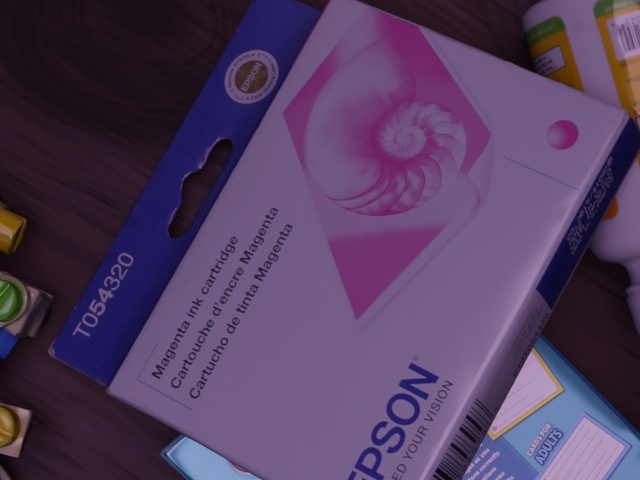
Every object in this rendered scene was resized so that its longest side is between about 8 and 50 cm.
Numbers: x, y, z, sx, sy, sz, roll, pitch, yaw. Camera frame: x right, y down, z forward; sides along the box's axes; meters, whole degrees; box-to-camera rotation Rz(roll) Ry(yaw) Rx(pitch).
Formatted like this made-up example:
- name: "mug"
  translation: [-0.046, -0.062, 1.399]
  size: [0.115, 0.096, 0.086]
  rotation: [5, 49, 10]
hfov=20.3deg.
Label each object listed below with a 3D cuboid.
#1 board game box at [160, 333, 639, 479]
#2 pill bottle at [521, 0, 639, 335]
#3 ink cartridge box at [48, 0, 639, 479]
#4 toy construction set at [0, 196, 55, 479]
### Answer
- name: "board game box"
  translation: [0.094, 0.182, 1.276]
  size: [0.254, 0.079, 0.336]
  rotation: [-44, 87, -2]
- name: "pill bottle"
  translation: [0.239, -0.064, 1.263]
  size: [0.136, 0.136, 0.246]
  rotation: [-16, 87, -1]
- name: "ink cartridge box"
  translation: [0.000, 0.000, 1.218]
  size: [0.330, 0.071, 0.324]
  rotation: [25, 81, 26]
- name: "toy construction set"
  translation: [-0.330, 0.034, 1.261]
  size: [0.327, 0.151, 0.215]
  rotation: [26, 87, -9]
